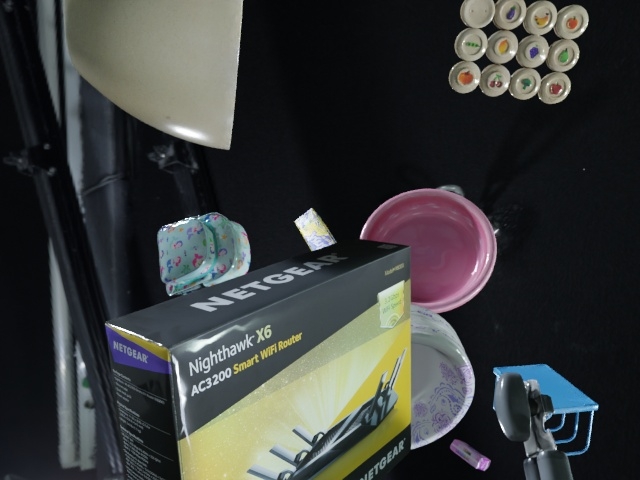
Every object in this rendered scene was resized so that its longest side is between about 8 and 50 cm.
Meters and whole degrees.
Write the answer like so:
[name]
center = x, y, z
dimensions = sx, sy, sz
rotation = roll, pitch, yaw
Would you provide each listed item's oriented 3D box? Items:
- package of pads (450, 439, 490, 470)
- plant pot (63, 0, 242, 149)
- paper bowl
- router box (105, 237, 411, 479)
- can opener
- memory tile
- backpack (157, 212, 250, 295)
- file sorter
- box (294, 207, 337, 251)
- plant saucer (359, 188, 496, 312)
[package of pads]
center = 0.350, 0.502, 1.283
dimensions = 0.083, 0.050, 0.032
rotation = 24, -94, 50
[plant pot]
center = -0.196, -0.262, 0.669
dimensions = 0.190, 0.284, 0.284
rotation = 4, -80, -11
[paper bowl]
center = 0.126, 0.240, 1.013
dimensions = 0.284, 0.148, 0.284
rotation = -2, -60, -4
[router box]
center = -0.025, 0.147, 0.502
dimensions = 0.081, 0.309, 0.243
rotation = 8, -73, 38
[can opener]
center = 0.316, 0.336, 0.801
dimensions = 0.093, 0.280, 0.074
rotation = 3, -36, -10
[memory tile]
center = 0.230, -0.223, 0.638
dimensions = 0.148, 0.012, 0.113
rotation = 6, -67, -2
[backpack]
center = -0.339, 0.037, 1.592
dimensions = 0.253, 0.191, 0.225
rotation = -15, -111, 13
[file sorter]
center = 0.430, 0.328, 1.069
dimensions = 0.118, 0.170, 0.105
rotation = -2, -77, -9
[box]
center = 0.000, 0.000, 1.302
dimensions = 0.059, 0.054, 0.169
rotation = -37, -135, 5
[plant saucer]
center = 0.262, 0.031, 1.361
dimensions = 0.332, 0.084, 0.332
rotation = -6, -119, 11
